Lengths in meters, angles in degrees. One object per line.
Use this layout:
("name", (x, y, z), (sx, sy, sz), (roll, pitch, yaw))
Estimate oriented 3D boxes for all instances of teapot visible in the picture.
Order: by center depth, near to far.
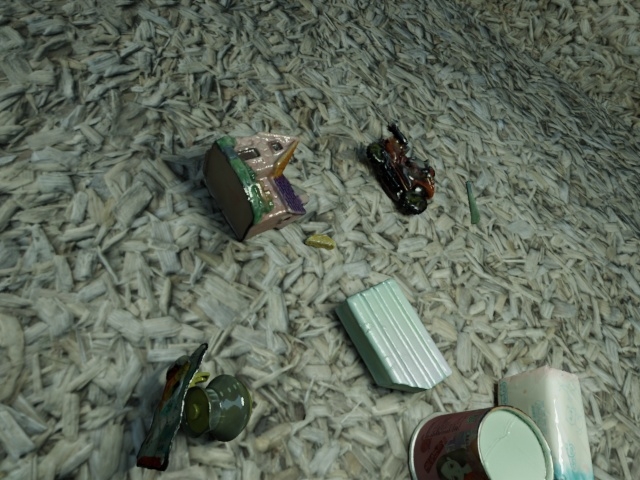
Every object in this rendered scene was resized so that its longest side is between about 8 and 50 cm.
("teapot", (-0.219, 0.329, 0.919), (0.119, 0.130, 0.165), (15, 16, -49))

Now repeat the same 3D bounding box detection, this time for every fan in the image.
("fan", (0.540, -0.139, 1.602), (0.016, 0.038, 0.193), (22, 50, -25))

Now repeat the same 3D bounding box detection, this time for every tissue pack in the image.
("tissue pack", (0.544, 0.471, 1.120), (0.124, 0.201, 0.271), (25, 53, -16))

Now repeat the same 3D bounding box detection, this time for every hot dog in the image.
("hot dog", (0.000, 0.000, 1.276), (0.090, 0.030, 0.034), (12, 55, -17))

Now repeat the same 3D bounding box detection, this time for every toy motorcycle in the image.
("toy motorcycle", (0.256, -0.274, 1.496), (0.207, 0.134, 0.401), (-27, 75, -34))

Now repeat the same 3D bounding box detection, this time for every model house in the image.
("model house", (-0.148, -0.159, 1.201), (0.237, 0.202, 0.237), (-24, 72, -32))

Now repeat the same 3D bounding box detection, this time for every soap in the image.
("soap", (0.183, 0.255, 1.159), (0.172, 0.095, 0.290), (-20, 70, -33))

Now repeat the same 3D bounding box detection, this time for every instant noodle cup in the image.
("instant noodle cup", (0.361, 0.488, 1.009), (0.243, 0.231, 0.243), (12, 57, -18))

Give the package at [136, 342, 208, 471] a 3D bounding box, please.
("package", (-0.287, 0.312, 0.867), (0.040, 0.166, 0.232), (32, 55, -24))
